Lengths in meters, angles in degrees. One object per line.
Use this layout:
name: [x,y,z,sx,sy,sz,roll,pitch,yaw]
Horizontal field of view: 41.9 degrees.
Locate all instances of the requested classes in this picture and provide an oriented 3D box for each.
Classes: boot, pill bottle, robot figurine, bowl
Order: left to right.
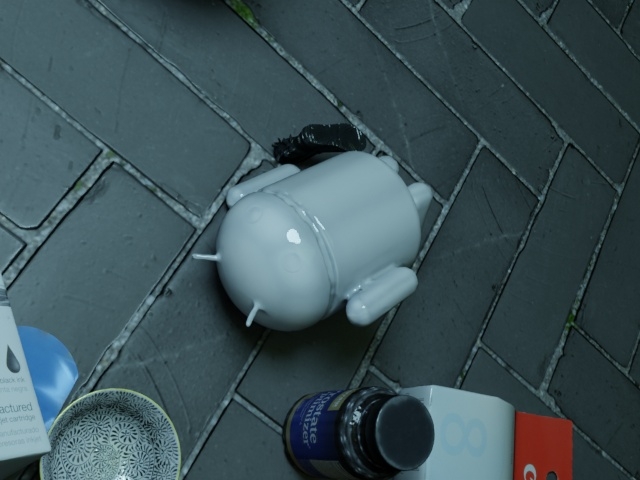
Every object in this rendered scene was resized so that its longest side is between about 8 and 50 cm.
bowl: [-0.263,0.267,1.012,0.170,0.080,0.170,9,73,-31]
boot: [-0.005,-0.143,1.270,0.121,0.099,0.045,1,76,-33]
robot figurine: [0.000,0.000,1.174,0.353,0.200,0.300,-26,52,-34]
pill bottle: [0.050,0.260,1.127,0.122,0.219,0.123,9,73,-30]

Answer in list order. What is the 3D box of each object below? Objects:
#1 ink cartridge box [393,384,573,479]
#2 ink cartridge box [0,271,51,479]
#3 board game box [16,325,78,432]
ink cartridge box: [0.287,0.410,1.317,0.385,0.091,0.308,15,70,-27]
ink cartridge box: [-0.429,0.101,0.832,0.223,0.129,0.307,8,54,-59]
board game box: [-0.362,0.184,0.977,0.133,0.033,0.169,19,63,8]
